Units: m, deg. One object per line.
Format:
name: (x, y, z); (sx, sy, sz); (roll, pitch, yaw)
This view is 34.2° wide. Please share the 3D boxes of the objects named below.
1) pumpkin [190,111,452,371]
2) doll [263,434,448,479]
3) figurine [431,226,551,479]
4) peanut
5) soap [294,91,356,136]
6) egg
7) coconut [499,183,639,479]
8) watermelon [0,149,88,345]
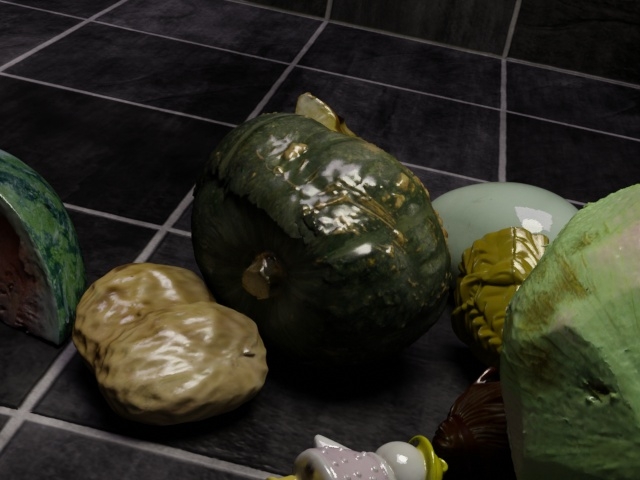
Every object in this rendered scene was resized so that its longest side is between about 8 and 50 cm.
pumpkin: (0.000, 0.000, 1.241); (0.327, 0.292, 0.257); (16, 31, 37)
doll: (0.041, 0.234, 1.008); (0.207, 0.081, 0.129); (-4, 36, -33)
figurine: (0.225, 0.149, 1.187); (0.168, 0.187, 0.315); (16, 33, 1)
peanut: (-0.172, 0.110, 1.148); (0.196, 0.110, 0.233); (-11, 32, -34)
soap: (0.042, -0.050, 1.570); (0.304, 0.169, 0.338); (60, 8, 5)
egg: (0.259, 0.008, 1.456); (0.264, 0.183, 0.183); (16, 24, 27)
coconut: (0.300, 0.113, 0.929); (0.281, 0.328, 0.328); (29, 24, -5)
watermelon: (-0.390, -0.020, 1.262); (0.176, 0.260, 0.256); (-15, 16, -19)
